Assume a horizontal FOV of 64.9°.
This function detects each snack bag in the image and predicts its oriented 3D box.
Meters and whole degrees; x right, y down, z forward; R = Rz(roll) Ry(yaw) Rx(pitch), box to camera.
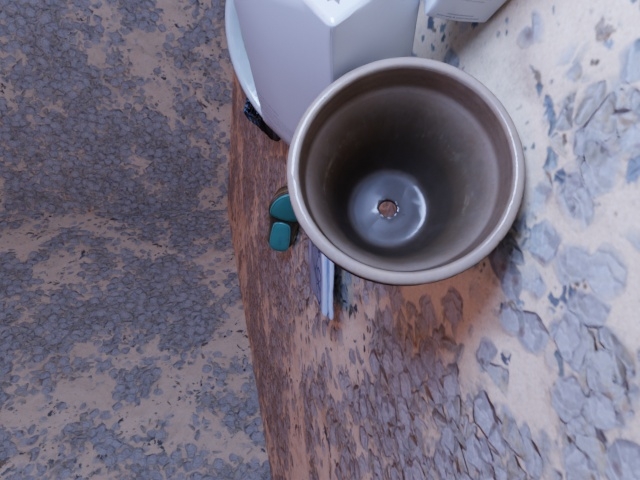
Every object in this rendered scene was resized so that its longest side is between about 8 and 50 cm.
[{"bbox_3d":[0.000,0.000,1.275,0.342,0.037,0.322,-132,41,-80],"label":"snack bag"}]

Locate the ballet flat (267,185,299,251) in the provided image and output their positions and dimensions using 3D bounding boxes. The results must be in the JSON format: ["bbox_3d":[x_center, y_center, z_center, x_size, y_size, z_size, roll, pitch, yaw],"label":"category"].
[{"bbox_3d":[-0.101,-0.095,1.573,0.342,0.116,0.124,107,175,-58],"label":"ballet flat"}]

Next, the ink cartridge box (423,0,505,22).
[{"bbox_3d":[0.186,-0.360,0.521,0.218,0.092,0.158,148,118,-70],"label":"ink cartridge box"}]

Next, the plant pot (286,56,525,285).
[{"bbox_3d":[0.097,-0.061,0.657,0.229,0.263,0.262,79,-174,-79],"label":"plant pot"}]

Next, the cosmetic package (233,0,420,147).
[{"bbox_3d":[0.006,-0.265,0.732,0.217,0.156,0.385,47,166,16],"label":"cosmetic package"}]

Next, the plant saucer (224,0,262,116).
[{"bbox_3d":[-0.016,-0.383,0.992,0.401,0.100,0.400,25,134,29],"label":"plant saucer"}]

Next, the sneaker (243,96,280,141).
[{"bbox_3d":[-0.180,-0.396,1.602,0.341,0.140,0.125,-128,57,-74],"label":"sneaker"}]
